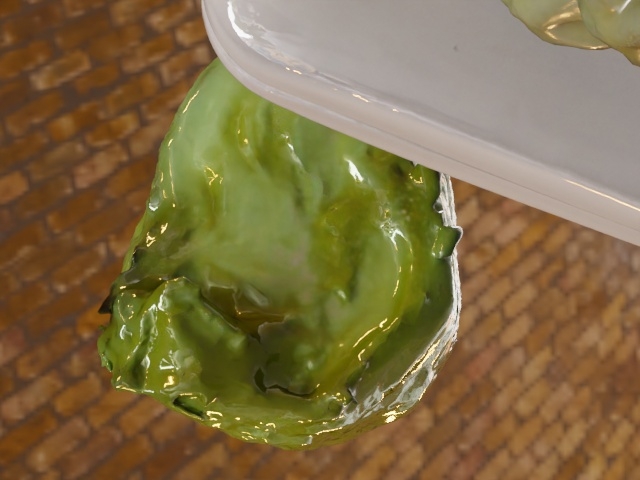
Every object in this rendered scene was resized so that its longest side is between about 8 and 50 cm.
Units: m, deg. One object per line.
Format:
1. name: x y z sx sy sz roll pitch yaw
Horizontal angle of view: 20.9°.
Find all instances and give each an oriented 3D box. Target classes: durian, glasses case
1. durian: 0.000 0.000 1.063 0.340 0.204 0.255 35 -113 -75
2. glasses case: 0.078 -0.054 0.521 0.233 0.059 0.092 20 -101 -2

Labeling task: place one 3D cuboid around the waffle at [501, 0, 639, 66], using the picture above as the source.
1. waffle: -0.002 -0.152 0.358 0.056 0.292 0.309 -45 -17 -6
